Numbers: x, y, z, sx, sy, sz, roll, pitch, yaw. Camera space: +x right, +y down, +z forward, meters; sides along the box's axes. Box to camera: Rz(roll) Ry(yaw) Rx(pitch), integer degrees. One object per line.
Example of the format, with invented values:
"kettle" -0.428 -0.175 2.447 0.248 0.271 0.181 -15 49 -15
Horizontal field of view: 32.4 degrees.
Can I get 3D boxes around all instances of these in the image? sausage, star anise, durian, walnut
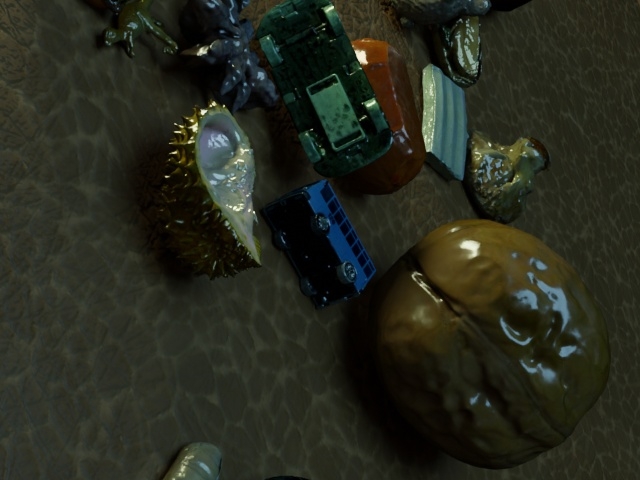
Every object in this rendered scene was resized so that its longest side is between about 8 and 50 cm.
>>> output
"sausage" 0.088 -0.210 1.865 0.153 0.141 0.268 12 64 -64
"star anise" -0.138 -0.282 1.638 0.229 0.093 0.236 -79 147 -51
"durian" -0.155 -0.067 1.479 0.183 0.138 0.250 33 45 -38
"walnut" 0.265 0.164 1.743 0.398 0.354 0.308 53 13 -9

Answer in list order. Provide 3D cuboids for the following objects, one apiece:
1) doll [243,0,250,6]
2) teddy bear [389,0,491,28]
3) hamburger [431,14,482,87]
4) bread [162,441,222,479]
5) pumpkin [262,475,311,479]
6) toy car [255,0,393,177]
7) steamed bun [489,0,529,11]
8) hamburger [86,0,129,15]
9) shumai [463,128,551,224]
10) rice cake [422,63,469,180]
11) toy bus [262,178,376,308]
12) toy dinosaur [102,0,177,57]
"doll" -0.169 -0.462 1.725 0.102 0.075 0.227 -19 77 -39
"teddy bear" 0.239 -0.524 2.230 0.236 0.151 0.267 40 41 7
"hamburger" 0.268 -0.406 2.280 0.102 0.087 0.176 10 74 -33
"bread" -0.169 0.325 1.328 0.073 0.053 0.214 58 36 -22
"pumpkin" -0.037 0.392 1.400 0.194 0.150 0.194 40 11 -9
"toy car" 0.009 -0.237 1.746 0.306 0.136 0.125 66 5 17
"steamed bun" 0.419 -0.654 2.467 0.379 0.235 0.248 -5 71 -55
"hamburger" -0.299 -0.404 1.502 0.166 0.087 0.137 46 40 -29
"shumai" 0.381 -0.147 2.237 0.161 0.153 0.209 14 58 -58
"rice cake" 0.245 -0.234 2.185 0.127 0.043 0.237 35 48 -40
"toy bus" 0.000 0.000 1.694 0.185 0.090 0.106 62 35 -14
"toy dinosaur" -0.262 -0.323 1.555 0.126 0.039 0.162 14 61 -48
